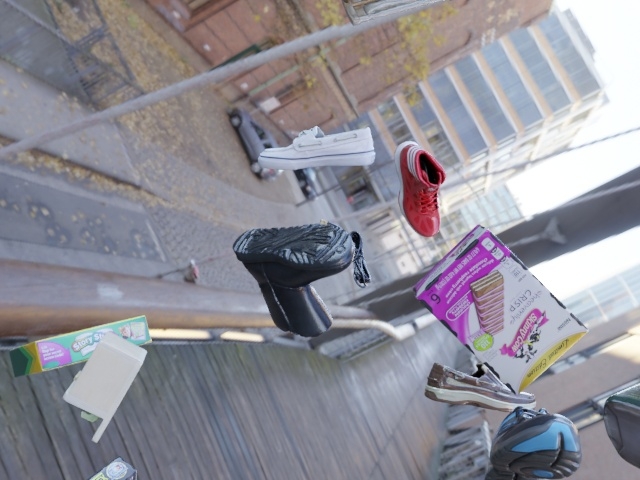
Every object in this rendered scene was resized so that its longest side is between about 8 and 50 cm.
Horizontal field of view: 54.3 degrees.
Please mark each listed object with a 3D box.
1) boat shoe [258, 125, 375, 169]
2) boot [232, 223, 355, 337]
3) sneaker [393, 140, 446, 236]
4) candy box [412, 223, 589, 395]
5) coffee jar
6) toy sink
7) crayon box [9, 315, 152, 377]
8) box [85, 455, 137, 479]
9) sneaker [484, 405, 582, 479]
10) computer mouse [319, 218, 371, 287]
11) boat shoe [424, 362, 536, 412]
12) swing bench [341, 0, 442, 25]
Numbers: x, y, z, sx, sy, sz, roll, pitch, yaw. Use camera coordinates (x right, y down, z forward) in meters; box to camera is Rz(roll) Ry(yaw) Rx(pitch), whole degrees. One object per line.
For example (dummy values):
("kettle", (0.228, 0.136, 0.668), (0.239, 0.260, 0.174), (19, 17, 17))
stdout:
("boat shoe", (-0.010, -0.180, 1.189), (0.083, 0.226, 0.075), (-67, 153, -72))
("boot", (-0.017, 0.077, 1.077), (0.094, 0.247, 0.207), (-56, 132, -37))
("sneaker", (0.218, -0.093, 1.316), (0.128, 0.087, 0.221), (-124, -170, -69))
("candy box", (0.287, 0.111, 1.009), (0.233, 0.159, 0.071), (43, 8, -5))
("coffee jar", (0.388, 0.167, 0.627), (0.096, 0.184, 0.079), (-176, -110, -72))
("toy sink", (-0.569, 0.372, 1.615), (0.131, 0.234, 0.153), (30, -4, -10))
("crayon box", (-0.805, 0.356, 2.093), (0.363, 0.313, 0.106), (-11, 86, -42))
("box", (-0.507, 0.629, 1.355), (0.060, 0.270, 0.216), (30, 36, 24))
("sneaker", (0.355, 0.343, 1.084), (0.341, 0.125, 0.139), (92, 15, -60))
("computer mouse", (0.000, 0.000, 1.420), (0.262, 0.060, 0.184), (16, 40, -20))
("boat shoe", (0.361, 0.320, 1.379), (0.095, 0.258, 0.095), (166, -66, -75))
("swing bench", (0.163, -0.646, 1.378), (0.254, 0.253, 0.165), (81, -9, -55))
